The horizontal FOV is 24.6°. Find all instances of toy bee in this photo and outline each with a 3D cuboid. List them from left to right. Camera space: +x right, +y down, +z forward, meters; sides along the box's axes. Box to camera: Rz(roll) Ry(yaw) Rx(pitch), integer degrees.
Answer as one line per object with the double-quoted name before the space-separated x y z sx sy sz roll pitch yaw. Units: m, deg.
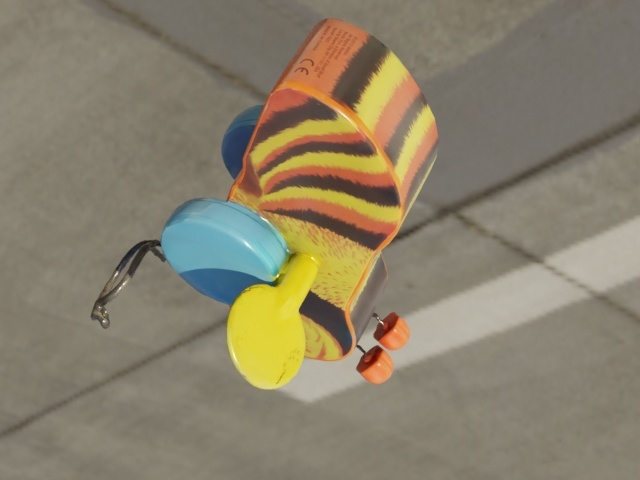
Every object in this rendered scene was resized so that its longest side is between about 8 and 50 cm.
"toy bee" 0.000 0.000 0.818 0.162 0.195 0.298 34 166 -9
